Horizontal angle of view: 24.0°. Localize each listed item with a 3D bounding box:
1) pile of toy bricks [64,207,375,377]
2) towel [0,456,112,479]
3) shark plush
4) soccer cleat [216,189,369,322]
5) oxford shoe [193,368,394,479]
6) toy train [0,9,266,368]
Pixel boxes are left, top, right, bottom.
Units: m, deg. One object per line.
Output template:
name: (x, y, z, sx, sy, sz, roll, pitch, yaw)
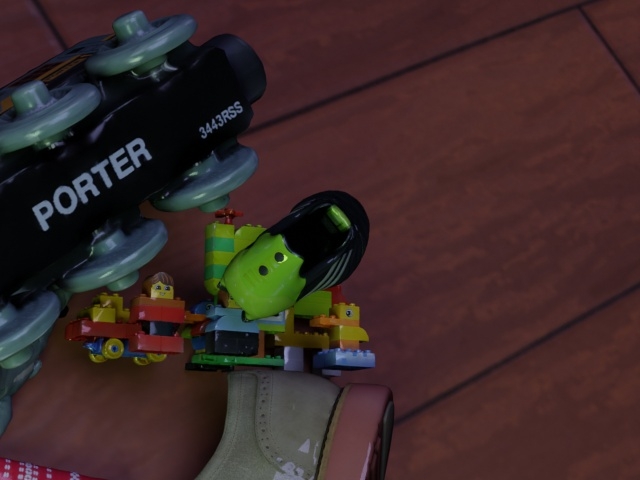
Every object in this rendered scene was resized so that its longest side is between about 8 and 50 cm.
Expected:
pile of toy bricks: (-0.056, 0.031, 1.012, 0.212, 0.118, 0.105, 6, 78, -29)
towel: (-0.250, 0.204, 0.873, 0.274, 0.031, 0.199, 16, 55, -19)
shark plush: (-0.190, 0.069, 0.960, 0.073, 0.067, 0.161, 49, 52, 6)
soccer cleat: (0.000, 0.000, 0.968, 0.060, 0.072, 0.179, 50, 30, 2)
oxford shoe: (-0.056, 0.235, 0.926, 0.130, 0.123, 0.348, 13, 54, 11)
toy train: (-0.184, -0.033, 0.953, 0.334, 0.190, 0.142, -40, 114, -34)
